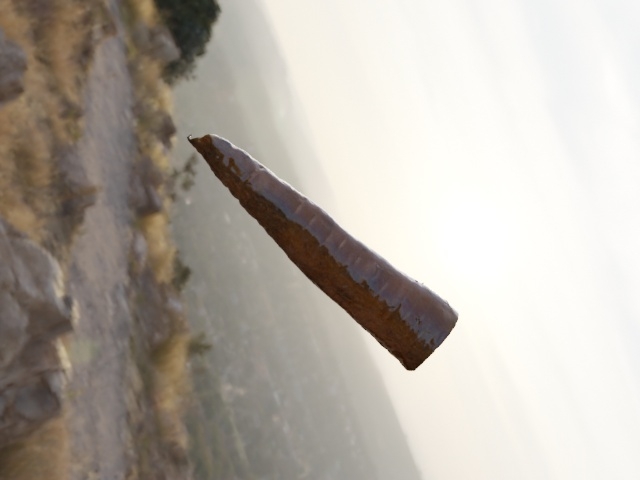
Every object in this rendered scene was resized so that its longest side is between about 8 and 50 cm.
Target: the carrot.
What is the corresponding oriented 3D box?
[{"bbox_3d":[0.000,0.000,0.671,0.224,0.057,0.057,42,9,-13],"label":"carrot"}]
